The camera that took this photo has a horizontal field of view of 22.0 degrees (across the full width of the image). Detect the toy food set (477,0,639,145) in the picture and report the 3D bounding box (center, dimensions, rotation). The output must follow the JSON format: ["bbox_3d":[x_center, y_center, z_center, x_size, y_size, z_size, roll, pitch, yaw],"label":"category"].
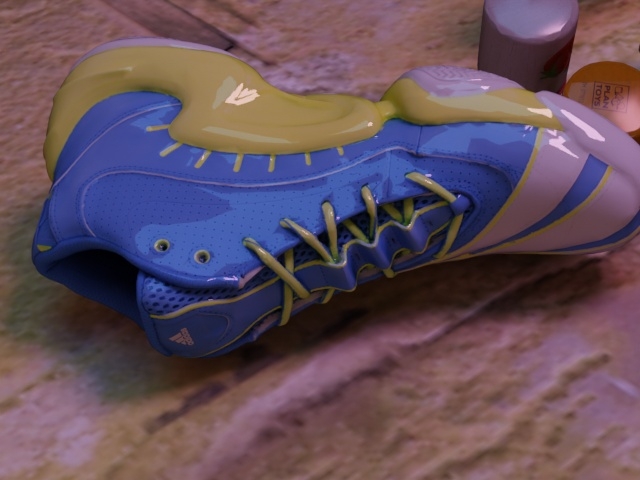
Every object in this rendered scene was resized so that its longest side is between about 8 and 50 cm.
[{"bbox_3d":[0.139,-0.112,0.741,0.111,0.104,0.232,21,63,12],"label":"toy food set"}]

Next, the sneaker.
[{"bbox_3d":[0.000,0.000,0.620,0.240,0.091,0.126,9,59,18],"label":"sneaker"}]
